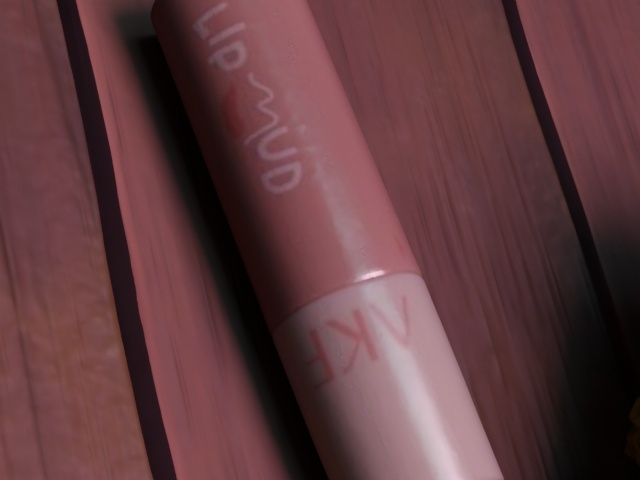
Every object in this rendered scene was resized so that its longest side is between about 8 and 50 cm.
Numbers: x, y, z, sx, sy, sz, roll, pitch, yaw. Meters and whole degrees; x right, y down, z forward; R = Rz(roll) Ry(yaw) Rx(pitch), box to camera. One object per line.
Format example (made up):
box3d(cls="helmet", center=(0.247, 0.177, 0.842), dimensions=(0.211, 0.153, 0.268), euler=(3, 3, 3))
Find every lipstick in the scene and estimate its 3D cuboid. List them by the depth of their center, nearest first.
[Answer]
box3d(cls="lipstick", center=(0.000, 0.000, 0.799), dimensions=(0.070, 0.070, 0.254), euler=(-7, 68, -40))

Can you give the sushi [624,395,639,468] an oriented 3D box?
box3d(cls="sushi", center=(0.345, 0.087, 0.791), dimensions=(0.351, 0.396, 0.240), euler=(26, 92, -21))
